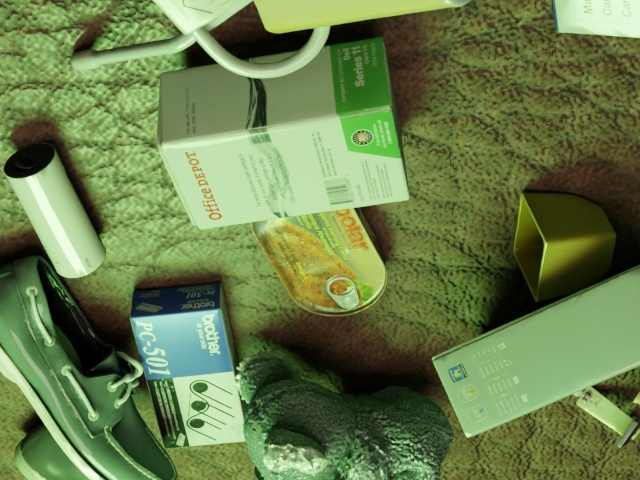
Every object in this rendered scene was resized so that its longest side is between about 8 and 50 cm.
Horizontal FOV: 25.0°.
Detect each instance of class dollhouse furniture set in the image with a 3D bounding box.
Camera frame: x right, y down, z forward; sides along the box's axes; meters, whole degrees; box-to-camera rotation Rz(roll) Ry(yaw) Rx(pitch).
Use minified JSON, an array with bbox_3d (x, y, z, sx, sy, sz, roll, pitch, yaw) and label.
[{"bbox_3d":[0.344,0.159,1.621,0.081,0.091,0.114,37,103,19],"label":"dollhouse furniture set"}]

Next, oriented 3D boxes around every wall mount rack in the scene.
[{"bbox_3d":[-0.160,-0.261,1.185,0.304,0.130,0.350,-31,124,19],"label":"wall mount rack"}]

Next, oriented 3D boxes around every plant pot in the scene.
[{"bbox_3d":[0.247,0.003,1.442,0.083,0.081,0.081,-6,131,-10],"label":"plant pot"}]

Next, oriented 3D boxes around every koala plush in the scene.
[{"bbox_3d":[0.006,0.216,1.549,0.221,0.196,0.203,33,113,-30],"label":"koala plush"}]

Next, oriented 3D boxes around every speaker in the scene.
[{"bbox_3d":[-0.260,-0.029,1.419,0.055,0.055,0.136,-13,129,10],"label":"speaker"}]

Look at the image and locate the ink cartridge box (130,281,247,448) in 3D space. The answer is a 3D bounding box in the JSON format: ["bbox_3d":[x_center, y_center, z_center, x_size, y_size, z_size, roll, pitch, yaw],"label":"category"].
[{"bbox_3d":[-0.140,0.139,1.570,0.097,0.046,0.207,-6,130,3],"label":"ink cartridge box"}]

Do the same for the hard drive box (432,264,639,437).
[{"bbox_3d":[0.253,0.104,1.456,0.232,0.181,0.089,-27,82,21],"label":"hard drive box"}]

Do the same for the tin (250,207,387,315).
[{"bbox_3d":[0.000,0.000,1.461,0.106,0.040,0.190,-15,129,17],"label":"tin"}]

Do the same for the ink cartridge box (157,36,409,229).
[{"bbox_3d":[-0.032,-0.094,1.322,0.208,0.087,0.153,-8,148,5],"label":"ink cartridge box"}]

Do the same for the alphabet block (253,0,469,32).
[{"bbox_3d":[0.049,-0.280,1.051,0.197,0.193,0.192,2,122,46],"label":"alphabet block"}]

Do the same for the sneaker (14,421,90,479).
[{"bbox_3d":[-0.228,0.266,1.652,0.222,0.083,0.118,33,122,-24],"label":"sneaker"}]

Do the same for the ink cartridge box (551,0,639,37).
[{"bbox_3d":[0.240,-0.299,1.099,0.330,0.071,0.324,7,136,27],"label":"ink cartridge box"}]

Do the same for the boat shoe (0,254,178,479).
[{"bbox_3d":[-0.240,0.150,1.511,0.099,0.116,0.319,-35,106,12],"label":"boat shoe"}]
